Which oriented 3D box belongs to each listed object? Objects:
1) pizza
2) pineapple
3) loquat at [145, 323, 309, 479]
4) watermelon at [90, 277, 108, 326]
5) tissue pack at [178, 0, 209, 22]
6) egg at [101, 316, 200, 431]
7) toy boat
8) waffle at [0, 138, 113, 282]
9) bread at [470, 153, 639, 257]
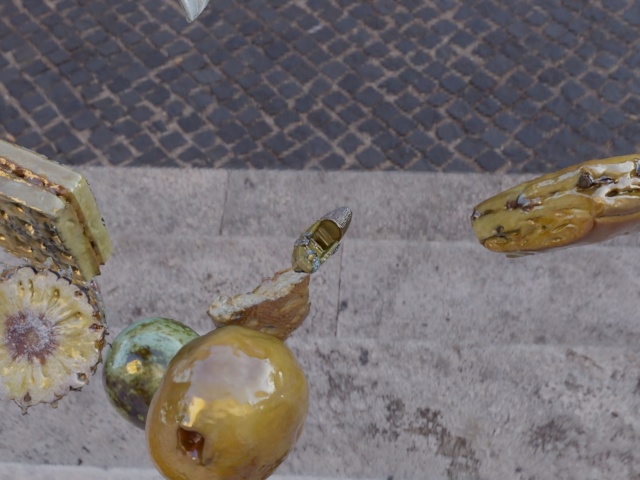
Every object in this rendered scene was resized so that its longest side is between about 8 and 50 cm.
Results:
[{"bbox_3d":[-0.076,0.090,1.215,0.161,0.182,0.062,-37,62,22],"label":"pizza"},{"bbox_3d":[-0.335,0.103,1.028,0.161,0.137,0.176,-32,96,-8],"label":"pineapple"},{"bbox_3d":[-0.117,0.221,1.103,0.193,0.238,0.238,21,62,5],"label":"loquat"},{"bbox_3d":[-0.470,0.102,1.719,0.081,0.180,0.094,-43,27,-27],"label":"watermelon"},{"bbox_3d":[-0.058,-0.243,0.566,0.026,0.122,0.193,1,39,35],"label":"tissue pack"},{"bbox_3d":[-0.334,0.300,1.842,0.238,0.238,0.289,-39,68,-18],"label":"egg"},{"bbox_3d":[0.000,0.000,1.103,0.047,0.049,0.149,46,36,-5],"label":"toy boat"},{"bbox_3d":[-0.571,-0.072,1.557,0.376,0.261,0.114,22,58,14],"label":"waffle"},{"bbox_3d":[0.340,-0.038,1.128,0.210,0.235,0.099,-8,80,-29],"label":"bread"}]
